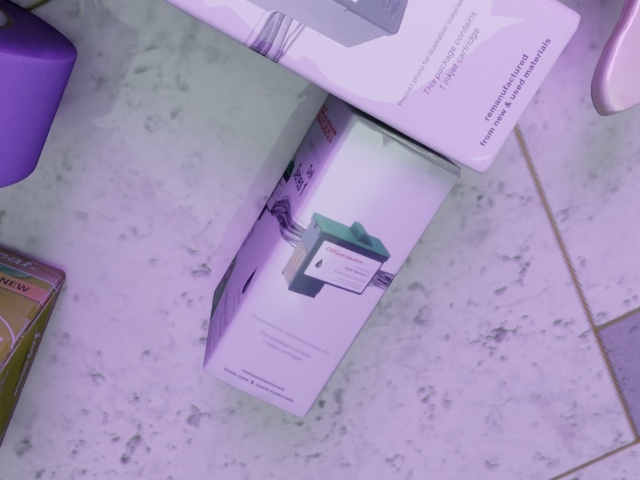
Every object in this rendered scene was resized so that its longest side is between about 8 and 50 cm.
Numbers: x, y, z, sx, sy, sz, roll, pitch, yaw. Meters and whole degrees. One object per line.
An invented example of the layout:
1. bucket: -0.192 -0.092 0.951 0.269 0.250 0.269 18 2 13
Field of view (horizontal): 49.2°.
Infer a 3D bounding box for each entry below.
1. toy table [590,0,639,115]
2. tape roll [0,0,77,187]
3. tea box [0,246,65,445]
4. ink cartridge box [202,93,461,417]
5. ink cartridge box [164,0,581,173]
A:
1. toy table: 0.289 -0.212 0.484 0.274 0.252 0.161 -24 93 15
2. tape roll: -0.299 -0.132 0.427 0.274 0.275 0.090 24 106 -12
3. tea box: -0.403 0.110 0.474 0.329 0.323 0.220 23 106 -13
4. ink cartridge box: 0.000 0.000 0.560 0.092 0.160 0.219 27 103 -13
5. ink cartridge box: 0.004 -0.176 0.480 0.272 0.198 0.115 27 106 -13
